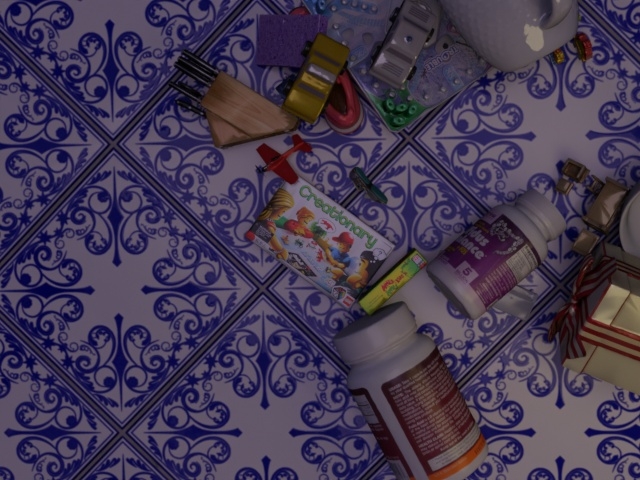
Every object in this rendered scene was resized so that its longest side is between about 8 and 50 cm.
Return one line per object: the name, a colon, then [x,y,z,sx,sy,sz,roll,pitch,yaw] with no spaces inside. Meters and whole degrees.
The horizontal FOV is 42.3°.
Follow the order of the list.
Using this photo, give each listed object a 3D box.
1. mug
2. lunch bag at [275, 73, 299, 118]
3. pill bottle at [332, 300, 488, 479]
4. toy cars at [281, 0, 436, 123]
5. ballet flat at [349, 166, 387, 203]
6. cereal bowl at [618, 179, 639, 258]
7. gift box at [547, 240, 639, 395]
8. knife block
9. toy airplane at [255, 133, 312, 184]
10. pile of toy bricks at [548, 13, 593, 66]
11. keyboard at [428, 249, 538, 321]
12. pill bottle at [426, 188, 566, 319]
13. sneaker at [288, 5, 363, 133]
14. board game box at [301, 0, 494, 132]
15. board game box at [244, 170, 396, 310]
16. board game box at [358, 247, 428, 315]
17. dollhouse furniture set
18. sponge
mug: [0.393,-0.529,1.684,0.276,0.374,0.328,-32,101,-3]
lunch bag: [-0.056,-0.342,1.926,0.065,0.067,0.098,-37,90,4]
pill bottle: [0.198,0.352,1.879,0.224,0.224,0.392,-27,92,4]
toy cars: [0.090,-0.388,1.763,0.394,0.087,0.176,-24,98,-9]
ballet flat: [0.110,-0.123,1.951,0.041,0.041,0.114,-42,90,5]
cereal bowl: [0.837,-0.052,1.818,0.339,0.141,0.338,13,132,15]
gift box: [0.657,0.167,1.786,0.258,0.276,0.255,23,112,5]
knife block: [-0.204,-0.344,1.923,0.276,0.088,0.241,-13,93,4]
toy airplane: [-0.082,-0.196,1.931,0.151,0.028,0.151,-3,54,4]
pile of toy bricks: [0.534,-0.495,1.867,0.118,0.105,0.212,-22,92,4]
keyboard: [0.386,0.107,1.961,0.256,0.014,0.072,25,100,1]
pill bottle: [0.401,0.025,1.869,0.301,0.169,0.169,-41,91,-4]
sneaker: [0.017,-0.398,1.885,0.116,0.136,0.313,-25,91,4]
board game box: [0.215,-0.505,1.867,0.390,0.050,0.390,-34,91,-9]
board game box: [0.000,0.000,1.952,0.305,0.053,0.193,35,94,0]
board game box: [0.168,0.094,1.930,0.181,0.092,0.043,-43,89,5]
dollhouse furniture set: [0.600,-0.071,1.916,0.161,0.101,0.181,33,96,25]
sponge: [-0.069,-0.451,1.870,0.210,0.031,0.117,16,102,45]
